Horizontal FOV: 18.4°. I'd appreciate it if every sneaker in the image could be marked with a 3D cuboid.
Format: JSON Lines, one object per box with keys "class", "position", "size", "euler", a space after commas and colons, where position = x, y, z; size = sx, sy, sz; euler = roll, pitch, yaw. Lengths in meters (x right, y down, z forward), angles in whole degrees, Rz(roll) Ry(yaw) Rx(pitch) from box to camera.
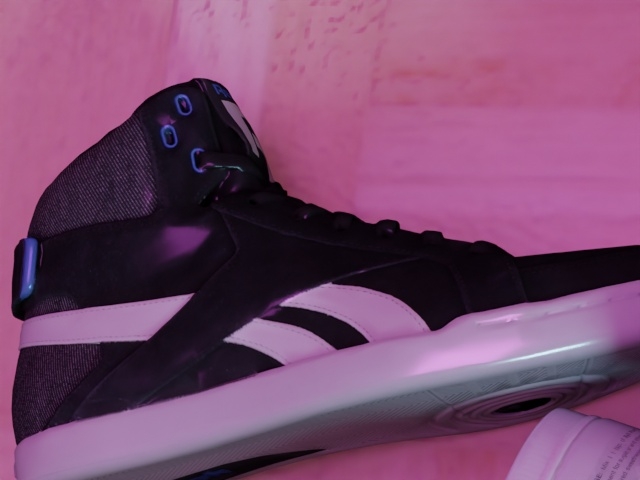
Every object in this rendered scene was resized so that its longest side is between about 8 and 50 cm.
{"class": "sneaker", "position": [0.000, 0.000, 0.587], "size": [0.217, 0.079, 0.121], "euler": [-14, 72, 16]}

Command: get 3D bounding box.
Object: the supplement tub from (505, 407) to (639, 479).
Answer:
{"class": "supplement tub", "position": [0.103, 0.093, 0.530], "size": [0.107, 0.071, 0.071], "euler": [19, 81, 23]}
